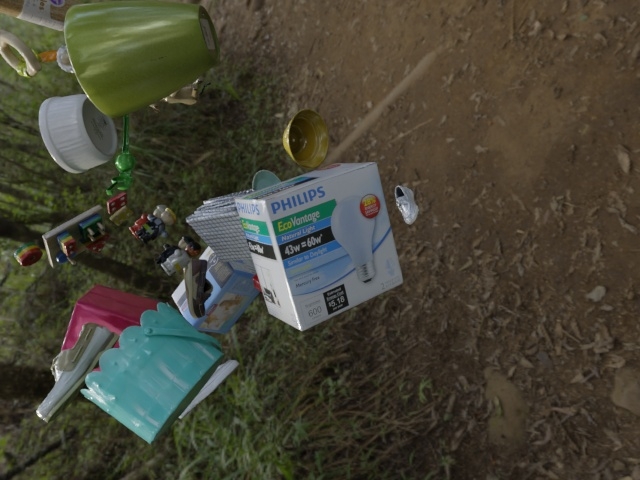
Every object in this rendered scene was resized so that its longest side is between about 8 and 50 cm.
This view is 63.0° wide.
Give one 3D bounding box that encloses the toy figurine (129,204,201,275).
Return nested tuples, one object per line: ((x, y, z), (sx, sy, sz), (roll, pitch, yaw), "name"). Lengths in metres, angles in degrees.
((-0.493, -0.006, 1.693), (0.148, 0.213, 0.209), (-39, 19, -18), "toy figurine")

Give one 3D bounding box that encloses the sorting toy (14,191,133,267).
((-0.518, -0.002, 1.148), (0.046, 0.274, 0.132), (44, 145, 10), "sorting toy")

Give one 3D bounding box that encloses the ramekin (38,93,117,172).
((-0.639, -0.293, 1.405), (0.207, 0.109, 0.207), (-13, -90, -81), "ramekin")

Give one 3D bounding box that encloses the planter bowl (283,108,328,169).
((-0.072, -0.370, 1.921), (0.090, 0.217, 0.217), (7, 84, 41), "planter bowl")

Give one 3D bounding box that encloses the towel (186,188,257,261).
((-0.259, -0.043, 1.715), (0.284, 0.235, 0.121), (-7, 43, 34), "towel")

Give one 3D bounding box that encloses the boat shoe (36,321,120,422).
((-0.670, 0.346, 1.408), (0.113, 0.103, 0.302), (-49, 11, 34), "boat shoe")

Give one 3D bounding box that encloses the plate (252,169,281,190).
((-0.199, -0.178, 2.003), (0.024, 0.188, 0.188), (-19, 59, 35), "plate")

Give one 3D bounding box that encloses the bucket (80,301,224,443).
((-0.357, 0.291, 1.154), (0.281, 0.183, 0.281), (-52, -3, -4), "bucket")

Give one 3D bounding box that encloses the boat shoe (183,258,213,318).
((-0.434, 0.177, 1.883), (0.102, 0.093, 0.285), (-100, 9, -51), "boat shoe")

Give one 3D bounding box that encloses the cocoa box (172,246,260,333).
((-0.455, 0.217, 2.366), (0.347, 0.231, 0.228), (-51, 54, 13), "cocoa box")

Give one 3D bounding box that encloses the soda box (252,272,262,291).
((-0.115, 0.192, 1.866), (0.092, 0.263, 0.083), (-48, -18, -22), "soda box")

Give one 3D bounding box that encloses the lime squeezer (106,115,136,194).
((-0.559, -0.214, 1.458), (0.110, 0.059, 0.310), (72, -170, -52), "lime squeezer")

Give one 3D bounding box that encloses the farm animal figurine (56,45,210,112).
((-0.552, -0.494, 1.564), (0.326, 0.330, 0.172), (-48, 12, -29), "farm animal figurine")

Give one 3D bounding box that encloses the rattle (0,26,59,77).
((-0.815, -0.558, 1.414), (0.143, 0.199, 0.130), (-46, 29, -18), "rattle")

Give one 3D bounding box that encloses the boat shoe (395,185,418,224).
((0.284, -0.126, 1.761), (0.066, 0.063, 0.184), (-51, 23, 38), "boat shoe")

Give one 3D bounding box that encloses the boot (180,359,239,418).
((-0.380, 0.425, 1.615), (0.258, 0.123, 0.095), (-41, -6, 5), "boot")

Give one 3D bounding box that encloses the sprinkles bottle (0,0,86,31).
((-0.908, -0.772, 1.744), (0.121, 0.355, 0.121), (-2, 87, 44), "sprinkles bottle")

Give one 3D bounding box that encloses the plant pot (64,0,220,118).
((-0.408, -0.467, 1.282), (0.275, 0.294, 0.274), (-10, -90, -82), "plant pot")

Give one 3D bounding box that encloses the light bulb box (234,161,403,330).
((0.000, 0.000, 1.463), (0.225, 0.358, 0.360), (11, 119, 60), "light bulb box")

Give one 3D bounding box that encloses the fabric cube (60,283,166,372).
((-0.711, 0.327, 1.808), (0.259, 0.258, 0.254), (-132, 60, -78), "fabric cube")
